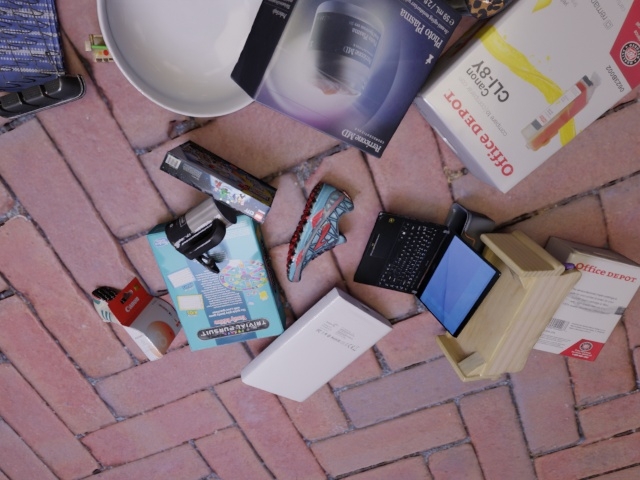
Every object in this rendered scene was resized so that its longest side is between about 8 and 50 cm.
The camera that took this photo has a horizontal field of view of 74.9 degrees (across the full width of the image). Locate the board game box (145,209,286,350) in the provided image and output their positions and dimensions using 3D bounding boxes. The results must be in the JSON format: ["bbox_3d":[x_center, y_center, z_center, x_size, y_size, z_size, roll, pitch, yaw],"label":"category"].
[{"bbox_3d":[-0.249,0.100,1.056,0.253,0.079,0.336,-11,112,4],"label":"board game box"}]

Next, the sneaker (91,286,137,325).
[{"bbox_3d":[-0.530,0.188,1.083,0.161,0.057,0.075,29,124,22],"label":"sneaker"}]

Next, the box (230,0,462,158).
[{"bbox_3d":[0.041,-0.351,0.764,0.296,0.183,0.294,15,115,-34],"label":"box"}]

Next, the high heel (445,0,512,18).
[{"bbox_3d":[0.275,-0.538,0.736,0.093,0.186,0.261,-26,128,-34],"label":"high heel"}]

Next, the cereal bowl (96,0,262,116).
[{"bbox_3d":[-0.232,-0.418,0.783,0.338,0.141,0.339,-14,128,-18],"label":"cereal bowl"}]

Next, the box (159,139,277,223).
[{"bbox_3d":[-0.212,-0.132,0.917,0.233,0.159,0.044,29,108,-11],"label":"box"}]

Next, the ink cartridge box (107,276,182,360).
[{"bbox_3d":[-0.433,0.189,1.058,0.045,0.145,0.179,-22,110,14],"label":"ink cartridge box"}]

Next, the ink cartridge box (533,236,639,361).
[{"bbox_3d":[0.636,0.147,1.054,0.197,0.114,0.273,13,113,-5],"label":"ink cartridge box"}]

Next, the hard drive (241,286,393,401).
[{"bbox_3d":[-0.008,0.290,1.112,0.353,0.047,0.233,-44,128,15],"label":"hard drive"}]

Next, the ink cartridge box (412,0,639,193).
[{"bbox_3d":[0.414,-0.328,0.835,0.384,0.160,0.279,-42,106,16],"label":"ink cartridge box"}]

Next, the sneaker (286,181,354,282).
[{"bbox_3d":[0.000,0.000,1.003,0.125,0.104,0.262,20,111,-10],"label":"sneaker"}]

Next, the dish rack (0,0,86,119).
[{"bbox_3d":[-0.620,-0.394,0.822,0.208,0.074,0.272,-14,107,6],"label":"dish rack"}]

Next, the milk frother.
[{"bbox_3d":[-0.240,-0.009,0.928,0.134,0.129,0.143,-32,152,11],"label":"milk frother"}]

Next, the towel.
[{"bbox_3d":[-0.653,-0.477,0.850,0.243,0.040,0.336,3,110,0],"label":"towel"}]

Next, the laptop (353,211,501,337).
[{"bbox_3d":[0.232,0.085,0.987,0.264,0.137,0.234,13,128,-5],"label":"laptop"}]

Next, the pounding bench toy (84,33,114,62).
[{"bbox_3d":[-0.430,-0.391,0.852,0.065,0.083,0.052,0,112,1],"label":"pounding bench toy"}]

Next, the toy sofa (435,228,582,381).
[{"bbox_3d":[0.436,0.163,1.010,0.177,0.150,0.363,-1,124,-19],"label":"toy sofa"}]

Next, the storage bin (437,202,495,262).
[{"bbox_3d":[0.357,-0.011,1.008,0.091,0.098,0.135,8,112,-14],"label":"storage bin"}]
